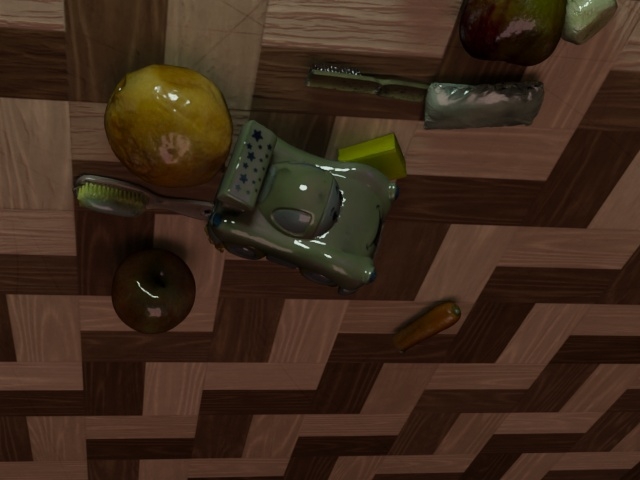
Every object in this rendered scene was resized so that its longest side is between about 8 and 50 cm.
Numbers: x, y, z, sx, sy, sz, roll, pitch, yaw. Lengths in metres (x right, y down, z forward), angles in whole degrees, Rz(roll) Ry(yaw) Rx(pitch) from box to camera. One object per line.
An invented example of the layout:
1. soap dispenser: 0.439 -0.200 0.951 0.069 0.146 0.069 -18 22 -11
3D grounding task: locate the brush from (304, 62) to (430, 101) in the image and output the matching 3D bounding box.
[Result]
1. brush: 0.088 -0.292 1.738 0.248 0.036 0.043 3 149 -24

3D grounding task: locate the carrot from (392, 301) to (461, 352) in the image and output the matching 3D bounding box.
1. carrot: 0.280 0.222 2.468 0.067 0.067 0.225 21 138 -33

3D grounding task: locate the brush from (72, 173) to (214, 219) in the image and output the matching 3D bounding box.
1. brush: -0.356 -0.068 1.960 0.313 0.067 0.072 11 141 -26

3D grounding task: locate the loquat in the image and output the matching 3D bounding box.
1. loquat: -0.268 -0.199 1.670 0.238 0.193 0.238 -4 136 -4

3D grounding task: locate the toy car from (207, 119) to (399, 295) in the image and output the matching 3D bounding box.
1. toy car: -0.026 -0.068 1.789 0.336 0.242 0.226 20 158 -6

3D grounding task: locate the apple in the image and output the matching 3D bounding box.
1. apple: -0.374 0.115 2.108 0.188 0.188 0.174 9 147 -21

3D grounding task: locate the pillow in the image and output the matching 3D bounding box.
1. pillow: 0.310 -0.257 1.803 0.229 0.051 0.128 -2 147 -6

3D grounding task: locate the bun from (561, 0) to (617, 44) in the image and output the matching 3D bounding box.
1. bun: 0.450 -0.389 1.620 0.115 0.069 0.115 -34 166 -10

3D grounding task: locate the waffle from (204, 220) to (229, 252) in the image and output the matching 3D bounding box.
1. waffle: -0.157 -0.024 2.061 0.191 0.038 0.191 -9 149 -5

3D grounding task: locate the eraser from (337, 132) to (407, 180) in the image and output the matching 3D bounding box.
1. eraser: 0.105 -0.158 1.918 0.122 0.045 0.097 -14 144 13

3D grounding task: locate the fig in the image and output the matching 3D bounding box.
1. fig: 0.345 -0.404 1.540 0.170 0.145 0.274 14 127 -20
